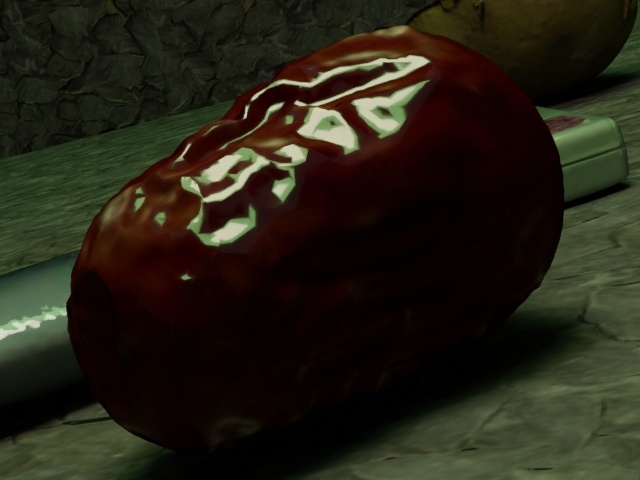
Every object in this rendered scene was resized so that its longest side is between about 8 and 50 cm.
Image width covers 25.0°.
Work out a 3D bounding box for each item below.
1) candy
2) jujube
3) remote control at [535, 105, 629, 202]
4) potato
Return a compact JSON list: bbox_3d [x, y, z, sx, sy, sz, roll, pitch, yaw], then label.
[{"bbox_3d":[-0.140,0.044,0.811,0.174,0.071,0.138,-19,10,-26],"label":"candy"},{"bbox_3d":[0.000,0.000,0.627,0.230,0.155,0.155,-27,14,-34],"label":"jujube"},{"bbox_3d":[0.109,-0.062,1.078,0.145,0.050,0.344,-16,10,-5],"label":"remote control"},{"bbox_3d":[0.214,-0.197,1.494,0.239,0.115,0.299,-12,-2,-16],"label":"potato"}]
